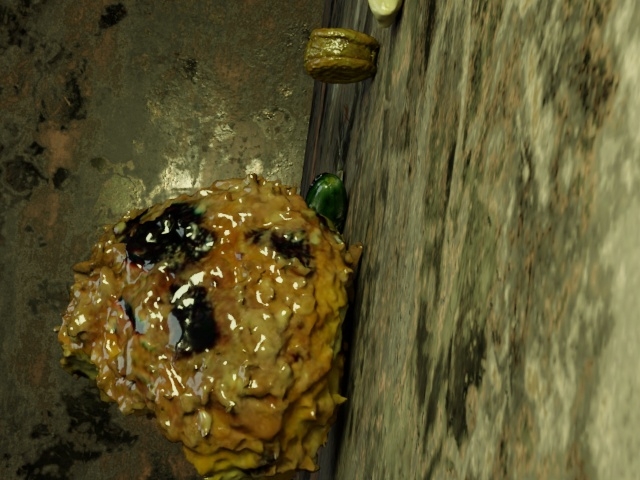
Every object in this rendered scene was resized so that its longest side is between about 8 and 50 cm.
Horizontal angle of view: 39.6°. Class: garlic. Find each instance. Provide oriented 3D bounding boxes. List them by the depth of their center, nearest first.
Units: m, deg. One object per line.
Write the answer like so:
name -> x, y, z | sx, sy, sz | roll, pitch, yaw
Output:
garlic -> 0.074, -0.271, 1.005 | 0.083, 0.041, 0.053 | 36, -132, -85

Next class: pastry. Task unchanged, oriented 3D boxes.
pastry -> -0.122, 0.089, 1.068 | 0.337, 0.405, 0.292 | -55, -41, -11
pastry -> 0.027, -0.244, 1.180 | 0.109, 0.097, 0.057 | 140, 137, -85

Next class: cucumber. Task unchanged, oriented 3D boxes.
cucumber -> 0.004, -0.020, 1.367 | 0.227, 0.069, 0.069 | 97, 178, -51

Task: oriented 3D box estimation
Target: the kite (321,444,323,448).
kite -> -0.006, 0.193, 1.199 | 0.160, 0.010, 0.183 | 167, 96, -71

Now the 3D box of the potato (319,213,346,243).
potato -> -0.007, 0.031, 1.282 | 0.200, 0.081, 0.164 | 101, 159, -67

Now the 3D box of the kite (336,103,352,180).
kite -> 0.033, -0.110, 1.478 | 0.127, 0.016, 0.230 | -99, 13, -66
